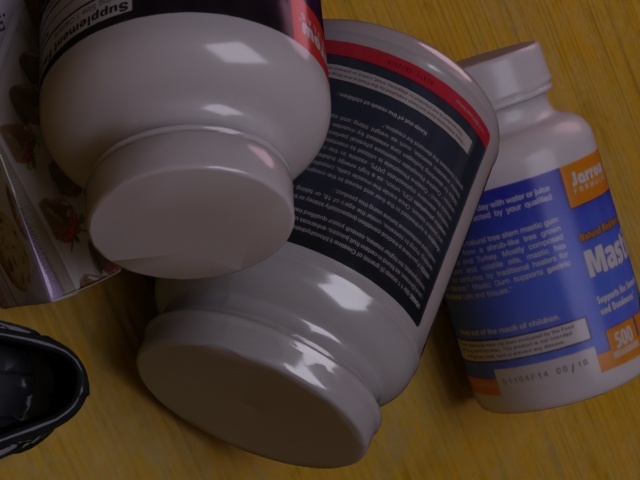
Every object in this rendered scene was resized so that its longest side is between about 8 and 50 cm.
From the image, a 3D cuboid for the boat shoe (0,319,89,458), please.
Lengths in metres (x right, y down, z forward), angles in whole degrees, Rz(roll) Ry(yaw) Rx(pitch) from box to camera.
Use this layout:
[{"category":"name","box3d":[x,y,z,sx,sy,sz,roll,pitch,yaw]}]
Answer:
[{"category":"boat shoe","box3d":[-0.283,0.087,1.052,0.340,0.113,0.127,11,76,-41]}]

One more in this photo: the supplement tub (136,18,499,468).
[{"category":"supplement tub","box3d":[0.000,0.000,1.270,0.191,0.191,0.272,41,58,-31]}]

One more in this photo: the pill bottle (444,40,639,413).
[{"category":"pill bottle","box3d":[0.159,-0.013,1.443,0.152,0.152,0.272,-24,101,-42]}]

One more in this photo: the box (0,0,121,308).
[{"category":"box","box3d":[-0.221,-0.115,1.174,0.063,0.067,0.324,-26,102,-41]}]

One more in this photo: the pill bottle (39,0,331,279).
[{"category":"pill bottle","box3d":[-0.088,-0.144,1.160,0.181,0.181,0.323,23,48,-38]}]
